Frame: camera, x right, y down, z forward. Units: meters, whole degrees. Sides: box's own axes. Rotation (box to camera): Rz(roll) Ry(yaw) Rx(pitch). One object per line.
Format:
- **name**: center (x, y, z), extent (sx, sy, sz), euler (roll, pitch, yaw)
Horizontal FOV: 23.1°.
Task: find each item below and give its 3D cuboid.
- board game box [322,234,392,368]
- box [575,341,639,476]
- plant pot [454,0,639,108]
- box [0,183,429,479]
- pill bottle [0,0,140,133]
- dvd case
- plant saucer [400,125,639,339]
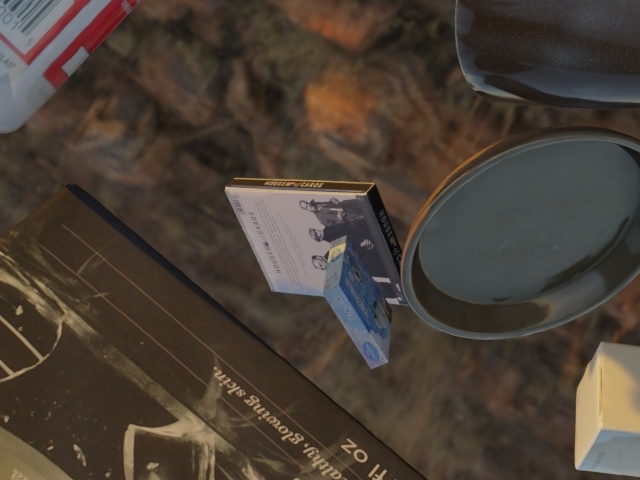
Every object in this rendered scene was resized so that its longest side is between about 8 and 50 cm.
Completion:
- **board game box**: center (0.035, 0.055, 1.405), extent (0.020, 0.090, 0.090), euler (-24, 115, 19)
- **box**: center (0.481, 0.223, 1.934), extent (0.311, 0.121, 0.148), euler (6, 150, 0)
- **plant pot**: center (0.271, -0.201, 1.349), extent (0.230, 0.215, 0.215), euler (18, 155, 33)
- **box**: center (-0.185, 0.298, 1.126), extent (0.480, 0.472, 0.297), euler (39, 140, 6)
- **pill bottle**: center (-0.170, -0.293, 1.115), extent (0.229, 0.407, 0.229), euler (43, 176, 3)
- **dvd case**: center (0.000, 0.000, 2.044), extent (0.239, 0.029, 0.179), euler (5, 130, 39)
- **plant saucer**: center (0.205, -0.010, 1.504), extent (0.278, 0.278, 0.041), euler (57, -171, -47)
